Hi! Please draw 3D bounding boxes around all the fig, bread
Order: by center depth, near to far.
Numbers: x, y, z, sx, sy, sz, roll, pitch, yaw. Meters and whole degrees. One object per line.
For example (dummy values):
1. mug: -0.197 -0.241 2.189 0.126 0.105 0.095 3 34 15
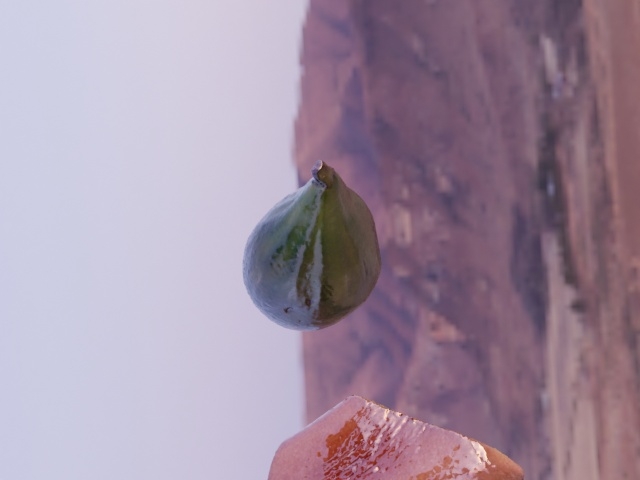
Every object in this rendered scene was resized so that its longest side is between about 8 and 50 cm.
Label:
1. bread: 0.030 0.154 0.904 0.067 0.192 0.119 44 -161 -47
2. fig: 0.000 0.000 1.199 0.177 0.117 0.117 116 155 -62
